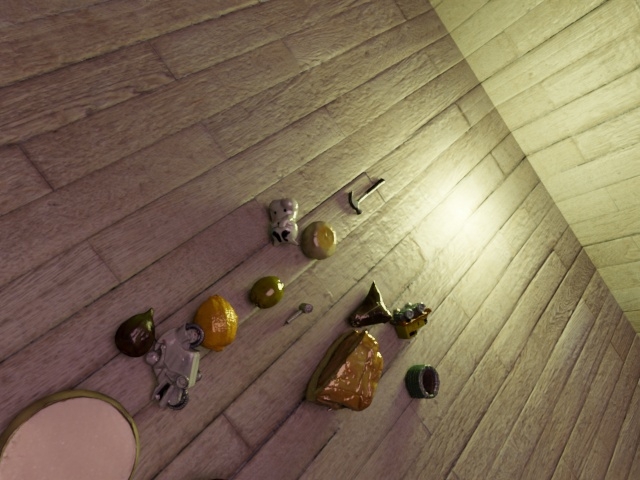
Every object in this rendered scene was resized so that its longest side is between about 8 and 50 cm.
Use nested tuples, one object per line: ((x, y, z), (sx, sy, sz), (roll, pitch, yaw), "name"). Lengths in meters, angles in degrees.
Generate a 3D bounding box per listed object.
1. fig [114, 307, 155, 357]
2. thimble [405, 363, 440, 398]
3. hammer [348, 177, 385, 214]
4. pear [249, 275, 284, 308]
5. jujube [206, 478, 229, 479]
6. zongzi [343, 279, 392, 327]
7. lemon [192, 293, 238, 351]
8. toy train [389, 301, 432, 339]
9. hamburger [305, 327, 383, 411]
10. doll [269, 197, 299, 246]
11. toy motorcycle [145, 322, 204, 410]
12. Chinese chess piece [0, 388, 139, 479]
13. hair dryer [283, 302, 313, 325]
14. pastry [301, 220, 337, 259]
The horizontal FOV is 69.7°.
((-0.537, 0.268, 1.367), (0.154, 0.103, 0.109), (-61, 147, -41), "fig")
((0.418, 0.577, 1.879), (0.119, 0.090, 0.135), (3, 75, -31), "thimble")
((0.208, -0.216, 2.026), (0.246, 0.029, 0.103), (-43, 101, -35), "hammer")
((-0.187, 0.183, 1.611), (0.107, 0.107, 0.131), (48, 66, -12), "pear")
((-0.280, 0.868, 1.261), (0.259, 0.258, 0.376), (-8, 84, -34), "jujube")
((0.173, 0.254, 1.837), (0.187, 0.084, 0.184), (-5, 64, -29), "zongzi")
((-0.335, 0.261, 1.468), (0.142, 0.142, 0.186), (9, 65, -30), "lemon")
((0.383, 0.334, 1.936), (0.220, 0.089, 0.127), (-18, 96, -35), "toy train")
((0.105, 0.502, 1.662), (0.209, 0.162, 0.330), (51, 54, -12), "hamburger")
((-0.135, -0.074, 1.717), (0.107, 0.111, 0.180), (43, 45, -63), "doll")
((-0.446, 0.368, 1.382), (0.171, 0.110, 0.260), (12, 86, 10), "toy motorcycle")
((-0.647, 0.560, 1.183), (0.338, 0.141, 0.337), (10, 71, -31), "Chinese chess piece")
((-0.086, 0.273, 1.677), (0.124, 0.063, 0.037), (-35, 98, -22), "hair dryer")
((0.000, 0.000, 1.791), (0.157, 0.092, 0.156), (7, 79, -35), "pastry")
